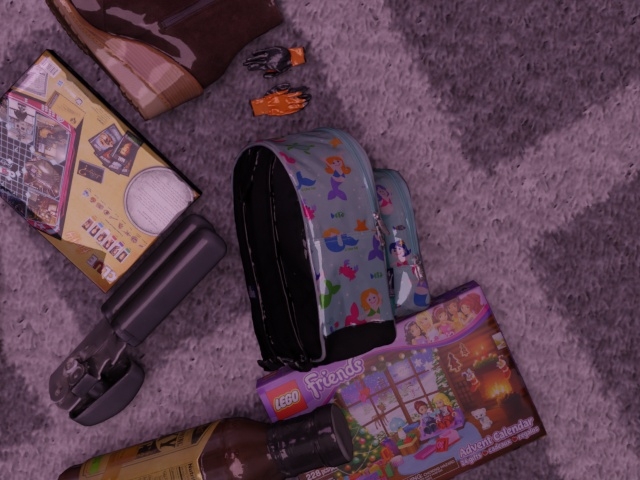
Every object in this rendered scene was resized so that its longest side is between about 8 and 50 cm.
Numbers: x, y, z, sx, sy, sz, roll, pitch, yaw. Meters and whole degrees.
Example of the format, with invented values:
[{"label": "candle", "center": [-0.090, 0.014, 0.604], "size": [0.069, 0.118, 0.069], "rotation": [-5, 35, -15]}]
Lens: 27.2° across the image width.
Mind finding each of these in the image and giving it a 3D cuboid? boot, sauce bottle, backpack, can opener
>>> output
[{"label": "boot", "center": [-0.191, -0.284, 1.513], "size": [0.207, 0.090, 0.248], "rotation": [-41, 95, -9]}, {"label": "sauce bottle", "center": [-0.132, 0.268, 1.524], "size": [0.344, 0.111, 0.111], "rotation": [-18, 97, 11]}, {"label": "backpack", "center": [0.000, 0.000, 1.472], "size": [0.191, 0.225, 0.253], "rotation": [-18, 93, -22]}, {"label": "can opener", "center": [-0.209, 0.100, 1.562], "size": [0.283, 0.076, 0.095], "rotation": [-46, 128, 3]}]

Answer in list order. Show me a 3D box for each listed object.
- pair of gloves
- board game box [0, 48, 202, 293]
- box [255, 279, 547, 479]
[{"label": "pair of gloves", "center": [-0.050, -0.186, 1.541], "size": [0.074, 0.010, 0.083], "rotation": [-9, 112, -2]}, {"label": "board game box", "center": [-0.282, -0.080, 1.540], "size": [0.243, 0.042, 0.165], "rotation": [44, 94, -6]}, {"label": "box", "center": [0.096, 0.199, 1.577], "size": [0.293, 0.057, 0.200], "rotation": [-25, 96, 2]}]
